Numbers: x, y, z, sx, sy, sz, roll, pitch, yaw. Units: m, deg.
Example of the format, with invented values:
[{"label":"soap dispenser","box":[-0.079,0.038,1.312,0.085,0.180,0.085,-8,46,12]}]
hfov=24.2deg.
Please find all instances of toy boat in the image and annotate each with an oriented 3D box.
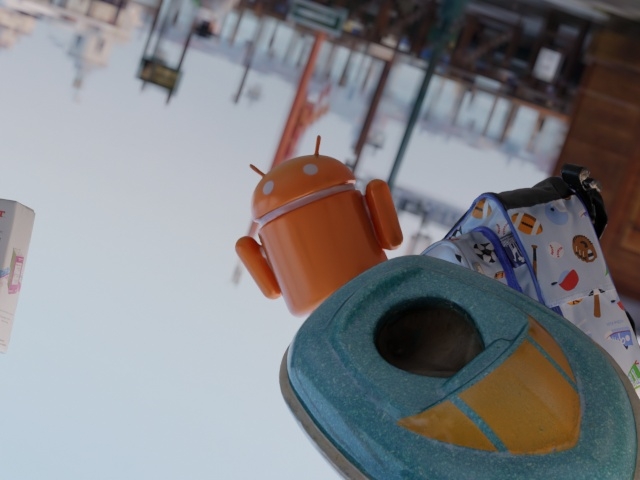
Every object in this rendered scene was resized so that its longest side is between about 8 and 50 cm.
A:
[{"label":"toy boat","box":[0.052,0.134,0.937,0.267,0.318,0.148,30,147,33]}]

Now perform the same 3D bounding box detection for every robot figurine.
[{"label":"robot figurine","box":[-0.002,0.001,1.652,0.128,0.219,0.158,-17,173,-38]}]

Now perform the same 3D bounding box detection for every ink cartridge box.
[{"label":"ink cartridge box","box":[-0.290,0.023,1.211,0.088,0.122,0.052,8,170,9]}]

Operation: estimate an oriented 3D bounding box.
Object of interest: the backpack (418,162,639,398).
[{"label":"backpack","box":[0.196,0.100,1.500,0.213,0.263,0.276,-22,164,-29]}]
